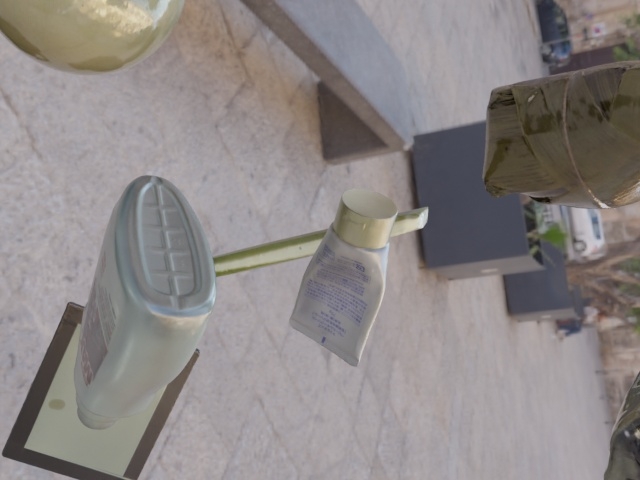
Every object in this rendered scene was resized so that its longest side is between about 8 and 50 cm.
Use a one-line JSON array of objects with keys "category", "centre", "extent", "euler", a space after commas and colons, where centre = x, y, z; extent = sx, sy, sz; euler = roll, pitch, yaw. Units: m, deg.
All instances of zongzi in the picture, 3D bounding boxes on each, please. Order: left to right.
[{"category": "zongzi", "centre": [0.363, -0.113, 0.752], "extent": [0.274, 0.300, 0.145], "euler": [3, 83, -35]}]

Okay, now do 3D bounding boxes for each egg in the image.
[{"category": "egg", "centre": [-0.215, -0.253, 0.641], "extent": [0.242, 0.186, 0.186], "euler": [-110, 174, -47]}]

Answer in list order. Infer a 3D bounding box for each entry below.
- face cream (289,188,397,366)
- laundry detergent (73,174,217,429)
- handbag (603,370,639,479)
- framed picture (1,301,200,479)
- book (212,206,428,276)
[{"category": "face cream", "centre": [0.030, 0.047, 0.886], "extent": [0.070, 0.114, 0.224], "euler": [-30, 143, -50]}, {"category": "laundry detergent", "centre": [-0.275, 0.127, 1.007], "extent": [0.124, 0.398, 0.264], "euler": [4, 46, -30]}, {"category": "handbag", "centre": [0.313, 0.042, 0.390], "extent": [0.253, 0.316, 0.109], "euler": [-12, 67, -56]}, {"category": "framed picture", "centre": [-0.418, 0.309, 1.346], "extent": [0.347, 0.265, 0.016], "euler": [-64, -164, 11]}, {"category": "book", "centre": [0.000, 0.000, 1.127], "extent": [0.239, 0.352, 0.035], "euler": [-24, 101, -77]}]
